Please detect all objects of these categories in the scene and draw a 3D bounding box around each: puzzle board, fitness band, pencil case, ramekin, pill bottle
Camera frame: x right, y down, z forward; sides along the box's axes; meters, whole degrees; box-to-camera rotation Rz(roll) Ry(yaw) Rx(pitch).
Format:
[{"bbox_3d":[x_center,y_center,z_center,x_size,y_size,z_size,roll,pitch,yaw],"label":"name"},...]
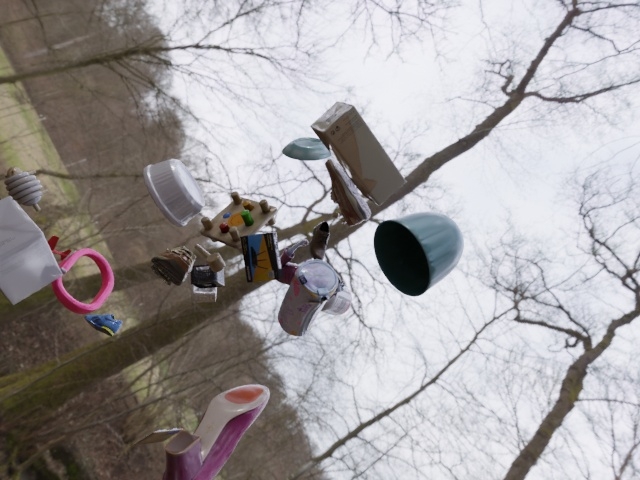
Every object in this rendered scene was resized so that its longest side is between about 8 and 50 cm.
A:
[{"bbox_3d":[-0.543,0.657,1.503,0.128,0.096,0.011,29,30,-57],"label":"puzzle board"},{"bbox_3d":[-0.884,0.149,1.683,0.209,0.054,0.291,58,13,-25],"label":"fitness band"},{"bbox_3d":[-0.040,0.170,1.274,0.124,0.114,0.273,58,-34,23],"label":"pencil case"},{"bbox_3d":[-0.573,-0.201,1.785,0.272,0.127,0.273,61,2,-5],"label":"ramekin"},{"bbox_3d":[0.030,0.280,2.287,0.176,0.176,0.318,47,6,28],"label":"pill bottle"}]

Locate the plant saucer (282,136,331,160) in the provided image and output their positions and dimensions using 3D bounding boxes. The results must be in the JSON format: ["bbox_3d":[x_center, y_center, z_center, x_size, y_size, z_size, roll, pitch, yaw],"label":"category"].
[{"bbox_3d":[-0.046,-0.348,1.659,0.195,0.195,0.037,37,-44,42],"label":"plant saucer"}]

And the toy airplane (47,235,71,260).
[{"bbox_3d":[-1.120,0.047,1.875,0.028,0.151,0.151,53,-26,32],"label":"toy airplane"}]

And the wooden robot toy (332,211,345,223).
[{"bbox_3d":[0.149,-0.112,2.212,0.079,0.173,0.076,56,30,-77],"label":"wooden robot toy"}]

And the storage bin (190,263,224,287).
[{"bbox_3d":[-0.520,0.167,2.064,0.180,0.122,0.084,90,-5,-76],"label":"storage bin"}]

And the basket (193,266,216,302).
[{"bbox_3d":[-0.579,0.222,2.253,0.103,0.113,0.167,104,-17,-50],"label":"basket"}]

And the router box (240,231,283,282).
[{"bbox_3d":[-0.221,0.062,1.683,0.046,0.133,0.178,-27,109,-75],"label":"router box"}]

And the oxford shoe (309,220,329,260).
[{"bbox_3d":[0.000,0.000,2.187,0.096,0.083,0.227,-44,-145,50],"label":"oxford shoe"}]

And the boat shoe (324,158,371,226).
[{"bbox_3d":[0.089,-0.204,1.897,0.116,0.123,0.324,-36,-114,25],"label":"boat shoe"}]

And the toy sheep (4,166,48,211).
[{"bbox_3d":[-0.802,-0.140,1.218,0.132,0.091,0.091,60,-24,-14],"label":"toy sheep"}]

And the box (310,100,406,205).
[{"bbox_3d":[0.121,-0.271,1.405,0.311,0.121,0.148,48,0,-28],"label":"box"}]

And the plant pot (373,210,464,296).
[{"bbox_3d":[0.376,0.024,1.637,0.293,0.235,0.293,42,-35,40],"label":"plant pot"}]

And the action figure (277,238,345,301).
[{"bbox_3d":[-0.096,0.162,1.842,0.370,0.275,0.248,14,-40,35],"label":"action figure"}]

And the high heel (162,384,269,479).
[{"bbox_3d":[-0.259,0.520,1.161,0.127,0.377,0.181,10,-75,31],"label":"high heel"}]

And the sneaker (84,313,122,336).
[{"bbox_3d":[-0.969,0.363,2.004,0.209,0.082,0.069,11,-41,30],"label":"sneaker"}]

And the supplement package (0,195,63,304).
[{"bbox_3d":[-0.971,0.039,1.406,0.175,0.177,0.293,43,-34,10],"label":"supplement package"}]

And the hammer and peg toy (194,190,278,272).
[{"bbox_3d":[-0.381,-0.050,1.857,0.266,0.361,0.127,19,-37,37],"label":"hammer and peg toy"}]

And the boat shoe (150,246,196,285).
[{"bbox_3d":[-0.480,0.069,1.481,0.122,0.120,0.324,50,-24,-15],"label":"boat shoe"}]
